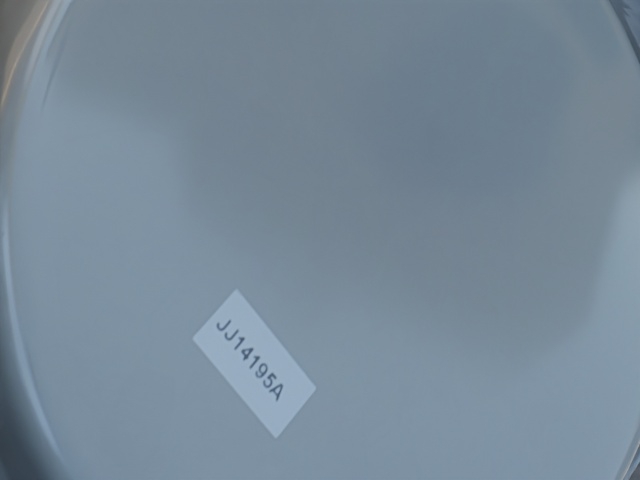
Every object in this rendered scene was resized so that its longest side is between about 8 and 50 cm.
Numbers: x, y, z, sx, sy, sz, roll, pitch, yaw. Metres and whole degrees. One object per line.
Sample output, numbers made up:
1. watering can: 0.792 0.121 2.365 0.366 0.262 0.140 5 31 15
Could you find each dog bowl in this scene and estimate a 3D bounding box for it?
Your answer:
1. dog bowl: 0.000 0.000 0.458 0.348 0.102 0.349 3 85 -35
